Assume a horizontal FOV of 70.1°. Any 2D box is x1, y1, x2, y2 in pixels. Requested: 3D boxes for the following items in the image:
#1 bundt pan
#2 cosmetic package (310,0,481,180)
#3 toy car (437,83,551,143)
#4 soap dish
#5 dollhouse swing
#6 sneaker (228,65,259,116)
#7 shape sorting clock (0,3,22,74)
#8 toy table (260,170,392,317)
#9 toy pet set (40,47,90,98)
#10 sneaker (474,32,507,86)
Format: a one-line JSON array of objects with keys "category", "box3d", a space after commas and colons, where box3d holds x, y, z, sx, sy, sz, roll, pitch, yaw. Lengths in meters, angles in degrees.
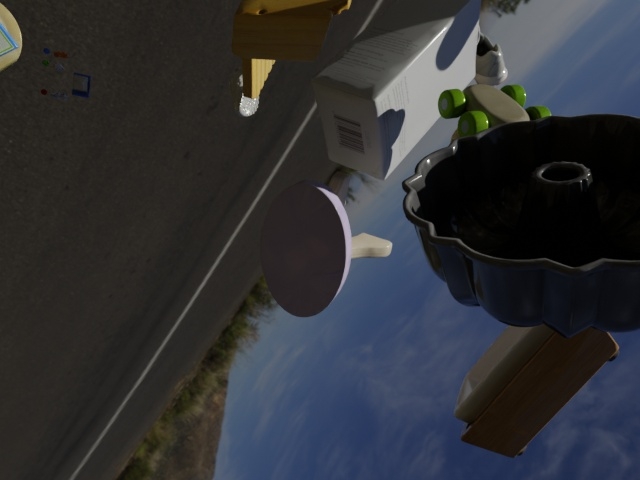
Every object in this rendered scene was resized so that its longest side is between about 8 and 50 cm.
[{"category": "bundt pan", "box3d": [0.262, -0.022, 0.503, 0.331, 0.124, 0.330, -12, -148, 8]}, {"category": "cosmetic package", "box3d": [0.172, -0.340, 0.951, 0.385, 0.156, 0.217, -49, 149, -23]}, {"category": "toy car", "box3d": [0.297, -0.179, 0.852, 0.188, 0.155, 0.148, 97, -21, -46]}, {"category": "soap dish", "box3d": [0.364, 0.214, 0.785, 0.290, 0.118, 0.229, -56, 162, 15]}, {"category": "dollhouse swing", "box3d": [-0.048, -0.550, 1.192, 0.304, 0.316, 0.346, 77, 25, -57]}, {"category": "sneaker", "box3d": [-0.264, -0.500, 1.537, 0.090, 0.095, 0.234, 64, 26, -52]}, {"category": "shape sorting clock", "box3d": [-0.845, -0.499, 1.107, 0.206, 0.206, 0.040, -52, -157, -12]}, {"category": "toy table", "box3d": [0.000, 0.000, 0.895, 0.161, 0.252, 0.274, -40, 156, -56]}, {"category": "toy pet set", "box3d": [-0.695, -0.444, 1.251, 0.065, 0.114, 0.122, 16, -81, 64]}, {"category": "sneaker", "box3d": [0.415, -0.536, 1.274, 0.099, 0.262, 0.121, -38, 141, -7]}]
